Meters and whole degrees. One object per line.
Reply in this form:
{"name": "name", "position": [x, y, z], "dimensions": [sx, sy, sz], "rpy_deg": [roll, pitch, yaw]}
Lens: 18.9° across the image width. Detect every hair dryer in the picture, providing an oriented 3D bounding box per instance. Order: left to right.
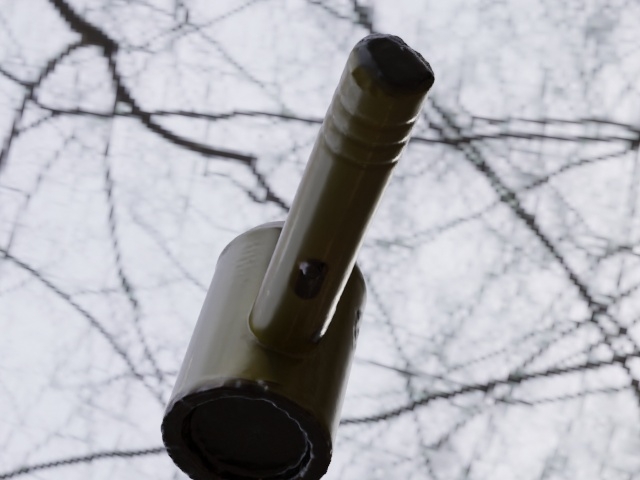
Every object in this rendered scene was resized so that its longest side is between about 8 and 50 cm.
{"name": "hair dryer", "position": [0.000, 0.000, 0.963], "dimensions": [0.278, 0.090, 0.135], "rpy_deg": [113, 176, -46]}
